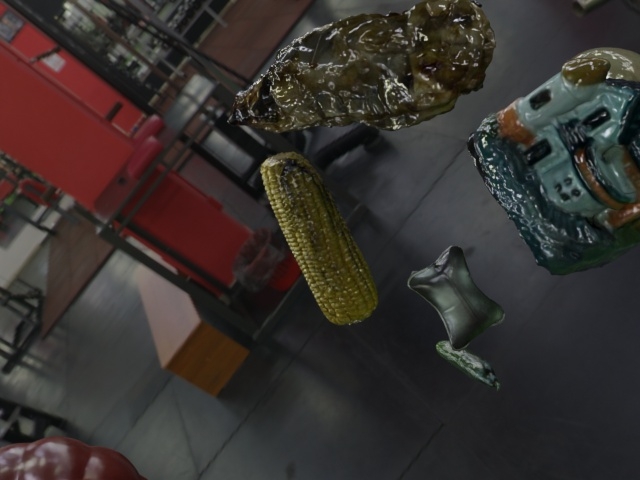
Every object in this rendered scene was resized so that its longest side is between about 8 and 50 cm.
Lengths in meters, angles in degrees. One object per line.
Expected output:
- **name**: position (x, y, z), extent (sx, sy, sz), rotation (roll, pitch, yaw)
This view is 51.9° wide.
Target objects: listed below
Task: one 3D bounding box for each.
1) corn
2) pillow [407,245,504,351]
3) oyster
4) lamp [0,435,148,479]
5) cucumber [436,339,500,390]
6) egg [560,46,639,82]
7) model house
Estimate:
- **corn**: position (0.000, 0.000, 0.699), extent (0.072, 0.203, 0.072), rotation (-24, 15, 7)
- **pillow**: position (0.194, 0.082, 0.935), extent (0.091, 0.135, 0.055), rotation (-36, 3, -33)
- **oyster**: position (0.020, -0.171, 0.704), extent (0.345, 0.079, 0.128), rotation (-6, 86, 36)
- **lamp**: position (-0.249, 0.293, 0.593), extent (0.227, 0.227, 0.226), rotation (-38, 29, 26)
- **cucumber**: position (0.228, 0.187, 0.999), extent (0.037, 0.037, 0.155), rotation (-53, 28, -3)
- **egg**: position (0.529, -0.246, 1.189), extent (0.186, 0.242, 0.186), rotation (-47, 25, 30)
- **model house**: position (0.379, -0.125, 0.849), extent (0.291, 0.185, 0.253), rotation (-40, 66, 45)
